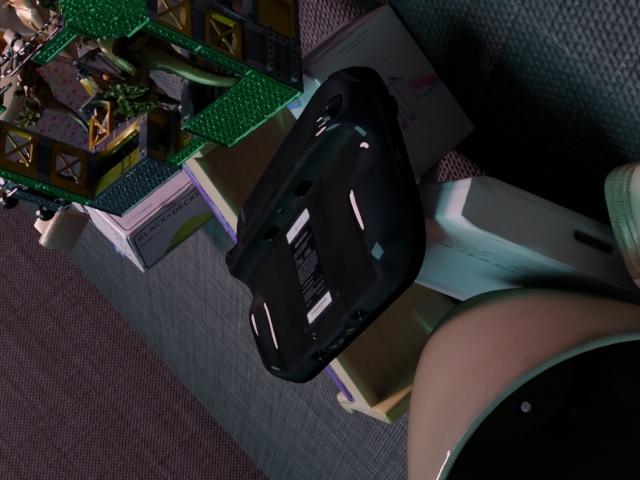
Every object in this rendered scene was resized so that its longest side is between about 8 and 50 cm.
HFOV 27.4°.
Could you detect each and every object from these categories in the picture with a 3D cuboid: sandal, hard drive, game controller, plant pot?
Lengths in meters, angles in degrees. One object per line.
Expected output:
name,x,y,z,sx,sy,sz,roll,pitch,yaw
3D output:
sandal,-0.300,-0.259,1.507,0.219,0.090,0.060,22,-169,6
hard drive,0.132,0.010,1.028,0.203,0.040,0.307,21,172,-18
game controller,0.000,0.000,1.033,0.166,0.067,0.319,67,155,15
plant pot,0.161,0.134,0.903,0.256,0.256,0.274,56,-179,-20

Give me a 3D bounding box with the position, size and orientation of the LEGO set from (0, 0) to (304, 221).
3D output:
LEGO set,-0.168,-0.174,1.057,0.255,0.192,0.331,15,145,-29

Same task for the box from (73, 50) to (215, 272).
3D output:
box,-0.264,-0.109,1.719,0.290,0.169,0.087,39,160,29

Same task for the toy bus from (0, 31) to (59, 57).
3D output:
toy bus,-0.372,-0.276,1.657,0.149,0.220,0.211,33,-167,10

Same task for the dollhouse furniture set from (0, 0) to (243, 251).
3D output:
dollhouse furniture set,-0.243,-0.126,1.275,0.174,0.355,0.303,39,-163,34

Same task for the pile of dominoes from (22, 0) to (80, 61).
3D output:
pile of dominoes,-0.309,-0.307,1.387,0.196,0.040,0.251,65,-167,-47

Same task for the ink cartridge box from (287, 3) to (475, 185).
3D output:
ink cartridge box,0.047,-0.103,1.069,0.143,0.090,0.092,53,163,-14

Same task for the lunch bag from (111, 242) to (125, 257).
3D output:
lunch bag,-0.252,-0.048,1.885,0.096,0.129,0.151,45,165,19

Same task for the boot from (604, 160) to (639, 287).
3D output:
boot,0.271,0.027,0.807,0.213,0.077,0.165,55,163,-1

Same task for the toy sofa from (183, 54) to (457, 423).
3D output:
toy sofa,-0.007,-0.001,1.326,0.362,0.150,0.177,55,161,-18

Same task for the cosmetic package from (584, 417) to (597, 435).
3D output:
cosmetic package,0.251,0.174,1.142,0.060,0.099,0.239,48,163,13
